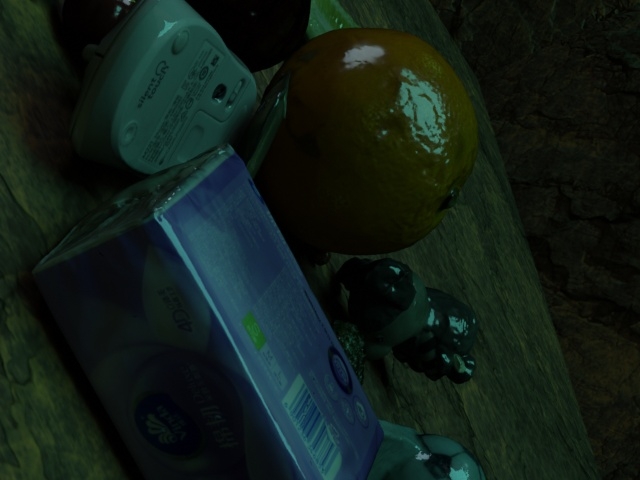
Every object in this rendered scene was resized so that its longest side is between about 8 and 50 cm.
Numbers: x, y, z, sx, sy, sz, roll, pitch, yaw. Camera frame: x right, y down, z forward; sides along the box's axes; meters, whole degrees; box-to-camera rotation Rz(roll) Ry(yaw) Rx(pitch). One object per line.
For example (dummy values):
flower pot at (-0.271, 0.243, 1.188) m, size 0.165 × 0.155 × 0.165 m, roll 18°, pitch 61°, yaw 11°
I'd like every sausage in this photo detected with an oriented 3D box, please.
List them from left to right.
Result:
sausage at (0.000, 0.000, 1.836) m, size 0.031 × 0.031 × 0.107 m, roll 53°, pitch 20°, yaw -36°

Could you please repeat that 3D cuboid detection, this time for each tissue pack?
tissue pack at (-0.095, 0.104, 1.176) m, size 0.338 × 0.160 × 0.242 m, roll 62°, pitch 18°, yaw -10°

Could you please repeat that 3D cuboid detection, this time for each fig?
fig at (-0.109, -0.334, 1.681) m, size 0.235 × 0.214 × 0.235 m, roll 1°, pitch 90°, yaw -80°

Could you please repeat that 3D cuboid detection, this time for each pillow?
pillow at (-0.085, -0.082, 1.425) m, size 0.033 × 0.217 × 0.130 m, roll 26°, pitch 26°, yaw -7°

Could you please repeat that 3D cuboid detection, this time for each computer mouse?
computer mouse at (-0.166, -0.151, 1.294) m, size 0.121 × 0.184 × 0.297 m, roll 32°, pitch 5°, yaw 20°

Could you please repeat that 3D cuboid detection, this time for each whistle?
whistle at (0.115, 0.305, 1.565) m, size 0.289 × 0.163 × 0.163 m, roll 27°, pitch 41°, yaw -63°

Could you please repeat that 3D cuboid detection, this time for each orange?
orange at (0.057, -0.129, 1.713) m, size 0.312 × 0.312 × 0.312 m, roll 56°, pitch 19°, yaw -31°

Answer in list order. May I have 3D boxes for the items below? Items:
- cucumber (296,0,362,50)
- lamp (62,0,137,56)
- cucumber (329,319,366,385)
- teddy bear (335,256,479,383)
cucumber at (-0.027, -0.371, 2.155) m, size 0.325 × 0.105 × 0.145 m, roll 43°, pitch 55°, yaw -53°
lamp at (-0.222, -0.230, 1.364) m, size 0.101 × 0.090 × 0.101 m, roll 28°, pitch 13°, yaw -7°
cucumber at (0.003, 0.170, 1.507) m, size 0.096 × 0.096 × 0.359 m, roll 64°, pitch 16°, yaw -6°
teddy bear at (0.098, 0.106, 1.849) m, size 0.251 × 0.144 × 0.171 m, roll 33°, pitch -1°, yaw -36°
